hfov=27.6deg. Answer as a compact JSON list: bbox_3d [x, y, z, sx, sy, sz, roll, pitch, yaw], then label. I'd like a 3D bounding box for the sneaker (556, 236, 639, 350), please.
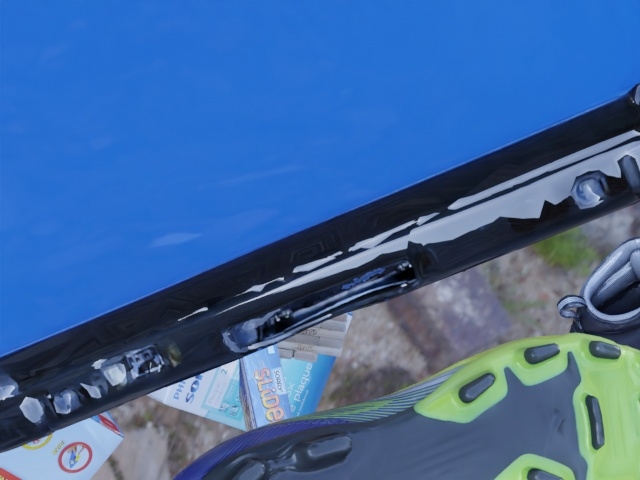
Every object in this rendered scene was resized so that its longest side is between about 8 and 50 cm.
[{"bbox_3d":[0.346,0.066,1.183,0.269,0.153,0.101,-16,41,6],"label":"sneaker"}]

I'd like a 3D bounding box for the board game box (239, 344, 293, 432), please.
[{"bbox_3d":[-0.040,0.205,1.189,0.035,0.136,0.201,-9,63,-9],"label":"board game box"}]

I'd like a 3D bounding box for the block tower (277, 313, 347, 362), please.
[{"bbox_3d":[0.000,0.000,1.498,0.091,0.335,0.097,8,47,0],"label":"block tower"}]

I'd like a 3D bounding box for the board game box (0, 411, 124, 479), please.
[{"bbox_3d":[-0.440,0.256,1.496,0.308,0.302,0.086,-50,35,-1],"label":"board game box"}]

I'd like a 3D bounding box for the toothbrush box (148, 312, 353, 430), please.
[{"bbox_3d":[-0.118,0.144,1.814,0.126,0.295,0.216,16,80,43],"label":"toothbrush box"}]

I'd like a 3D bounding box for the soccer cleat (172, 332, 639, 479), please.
[{"bbox_3d":[0.053,0.109,0.636,0.289,0.121,0.093,-11,82,-26],"label":"soccer cleat"}]

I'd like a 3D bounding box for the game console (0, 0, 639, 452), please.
[{"bbox_3d":[-0.024,-0.058,0.458,0.173,0.293,0.250,65,17,-9],"label":"game console"}]
